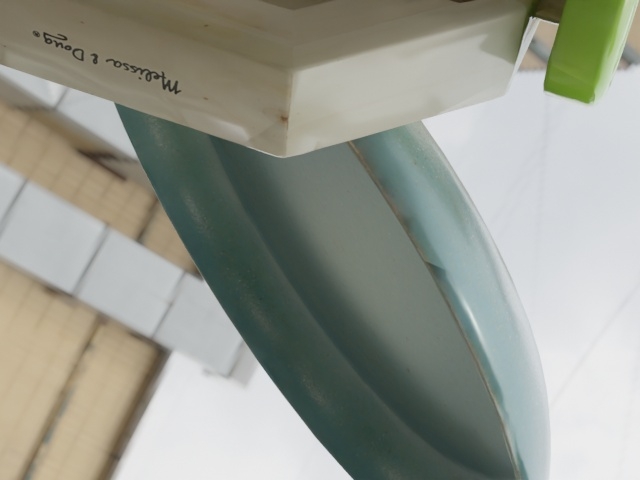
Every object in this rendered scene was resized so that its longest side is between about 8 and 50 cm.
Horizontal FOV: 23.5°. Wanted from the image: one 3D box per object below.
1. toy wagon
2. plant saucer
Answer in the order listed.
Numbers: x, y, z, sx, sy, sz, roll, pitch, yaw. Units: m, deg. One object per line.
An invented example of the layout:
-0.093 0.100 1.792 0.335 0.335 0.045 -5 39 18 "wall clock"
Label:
0.005 -0.173 0.564 0.068 0.267 0.344 98 14 -49 "toy wagon"
0.000 0.000 0.659 0.044 0.317 0.317 -33 -149 -15 "plant saucer"
